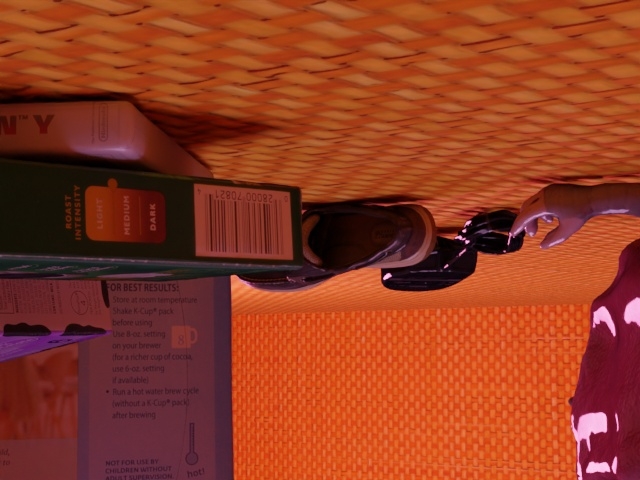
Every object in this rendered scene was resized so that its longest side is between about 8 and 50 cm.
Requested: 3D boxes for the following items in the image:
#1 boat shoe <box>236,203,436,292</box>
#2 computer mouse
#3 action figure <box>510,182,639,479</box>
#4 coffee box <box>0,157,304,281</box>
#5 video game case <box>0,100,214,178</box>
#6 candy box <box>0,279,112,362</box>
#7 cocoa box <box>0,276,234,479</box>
[{"bbox_3d":[0.000,0.000,0.806,0.152,0.056,0.049,-14,164,30],"label":"boat shoe"},{"bbox_3d":[0.100,0.002,0.944,0.071,0.041,0.242,2,168,-13],"label":"computer mouse"},{"bbox_3d":[0.249,0.087,0.695,0.276,0.248,0.370,-1,178,2],"label":"action figure"},{"bbox_3d":[-0.110,-0.006,0.502,0.184,0.040,0.113,3,174,-39],"label":"coffee box"},{"bbox_3d":[-0.154,-0.034,0.557,0.183,0.023,0.201,-1,176,4],"label":"video game case"},{"bbox_3d":[-0.233,0.031,0.607,0.165,0.070,0.196,-16,169,30],"label":"candy box"},{"bbox_3d":[-0.250,0.101,0.870,0.347,0.231,0.228,1,172,-17],"label":"cocoa box"}]
